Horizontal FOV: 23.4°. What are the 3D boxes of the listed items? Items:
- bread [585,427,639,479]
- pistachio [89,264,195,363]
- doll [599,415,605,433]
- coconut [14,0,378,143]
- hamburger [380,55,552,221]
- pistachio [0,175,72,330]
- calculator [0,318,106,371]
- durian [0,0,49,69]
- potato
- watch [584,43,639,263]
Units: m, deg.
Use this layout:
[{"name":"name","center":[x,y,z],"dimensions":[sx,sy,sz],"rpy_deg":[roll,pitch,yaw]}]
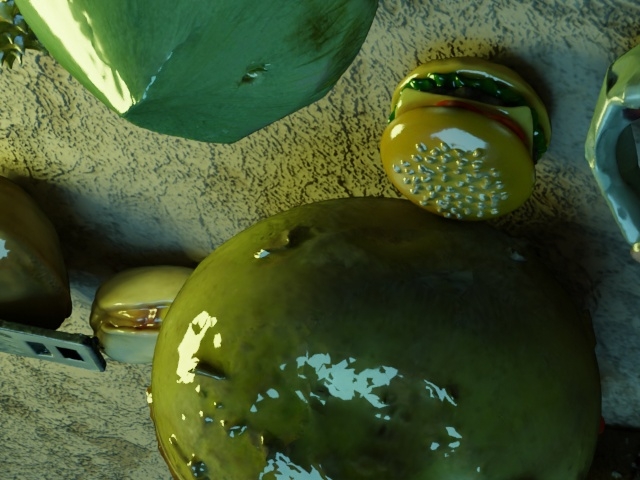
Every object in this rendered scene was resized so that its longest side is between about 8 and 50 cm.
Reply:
[{"name":"bread","center":[0.414,0.406,1.876],"dimensions":[0.113,0.165,0.416],"rpy_deg":[-1,139,39]},{"name":"pistachio","center":[-0.184,0.086,1.844],"dimensions":[0.200,0.117,0.145],"rpy_deg":[-8,173,28]},{"name":"doll","center":[0.166,0.260,1.825],"dimensions":[0.099,0.188,0.384],"rpy_deg":[16,167,-37]},{"name":"coconut","center":[-0.091,-0.218,1.199],"dimensions":[0.281,0.328,0.328],"rpy_deg":[17,145,5]},{"name":"hamburger","center":[0.132,-0.091,1.421],"dimensions":[0.162,0.115,0.162],"rpy_deg":[15,146,11]},{"name":"pistachio","center":[-0.379,0.029,1.836],"dimensions":[0.213,0.163,0.260],"rpy_deg":[25,161,39]},{"name":"calculator","center":[-0.381,0.111,1.821],"dimensions":[0.261,0.021,0.161],"rpy_deg":[11,164,3]},{"name":"durian","center":[-0.258,-0.244,1.419],"dimensions":[0.154,0.186,0.260],"rpy_deg":[36,157,-7]},{"name":"potato","center":[0.063,0.133,1.499],"dimensions":[0.442,0.385,0.319],"rpy_deg":[4,147,-10]},{"name":"watch","center":[0.357,-0.072,1.313],"dimensions":[0.253,0.162,0.241],"rpy_deg":[4,128,22]}]
